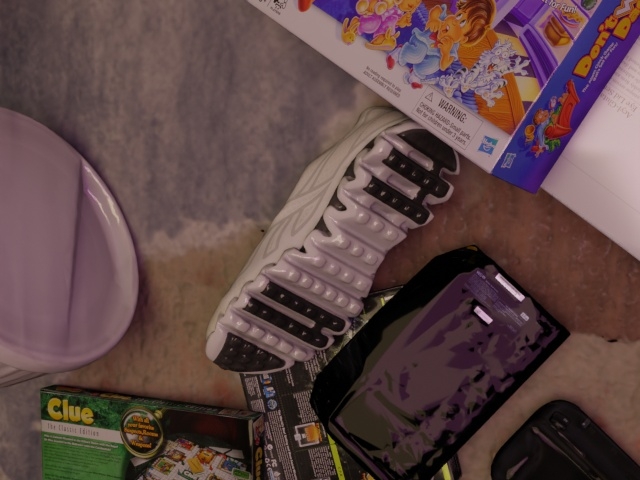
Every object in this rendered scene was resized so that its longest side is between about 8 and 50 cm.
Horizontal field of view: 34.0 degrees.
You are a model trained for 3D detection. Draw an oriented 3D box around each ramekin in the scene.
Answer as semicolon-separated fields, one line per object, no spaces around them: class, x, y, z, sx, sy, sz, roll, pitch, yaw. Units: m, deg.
ramekin;-0.312;0.016;0.990;0.127;0.273;0.273;-31;83;29

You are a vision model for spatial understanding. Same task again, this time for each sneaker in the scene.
sneaker;0.000;0.000;0.954;0.292;0.110;0.118;-48;34;8

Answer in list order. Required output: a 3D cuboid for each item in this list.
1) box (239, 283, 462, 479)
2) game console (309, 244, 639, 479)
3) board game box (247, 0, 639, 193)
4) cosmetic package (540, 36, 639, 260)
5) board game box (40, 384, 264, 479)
box;0.022;0.153;0.994;0.184;0.045;0.191;-16;87;16
game console;0.178;0.191;0.918;0.361;0.044;0.213;45;93;6
board game box;0.100;-0.229;0.861;0.347;0.078;0.233;41;105;36
cosmetic package;0.351;-0.092;0.841;0.377;0.097;0.284;39;102;11
board game box;-0.172;0.225;1.047;0.259;0.030;0.136;3;98;27
